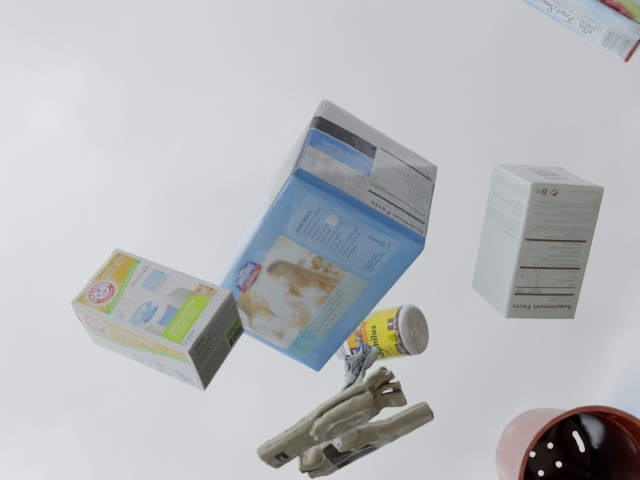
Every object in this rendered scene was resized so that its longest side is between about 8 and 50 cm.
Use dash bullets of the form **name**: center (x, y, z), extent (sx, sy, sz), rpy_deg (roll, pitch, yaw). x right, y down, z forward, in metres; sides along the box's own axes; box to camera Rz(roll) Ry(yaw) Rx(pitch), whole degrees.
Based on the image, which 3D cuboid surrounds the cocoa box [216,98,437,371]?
- **cocoa box**: center (0.000, 0.000, 1.268), extent (0.347, 0.231, 0.228), rpy_deg (-54, 11, 38)

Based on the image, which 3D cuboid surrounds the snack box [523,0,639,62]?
- **snack box**: center (0.232, -0.221, 0.680), extent (0.100, 0.141, 0.037), rpy_deg (-39, -20, -43)

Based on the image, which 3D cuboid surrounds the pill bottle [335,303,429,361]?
- **pill bottle**: center (0.133, 0.220, 1.786), extent (0.117, 0.215, 0.117), rpy_deg (26, -124, -47)

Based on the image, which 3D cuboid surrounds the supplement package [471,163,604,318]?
- **supplement package**: center (0.277, 0.001, 1.004), extent (0.105, 0.105, 0.179), rpy_deg (2, -71, -16)

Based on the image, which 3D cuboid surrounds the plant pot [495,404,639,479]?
- **plant pot**: center (0.454, 0.423, 1.414), extent (0.272, 0.272, 0.265), rpy_deg (-56, -1, -6)

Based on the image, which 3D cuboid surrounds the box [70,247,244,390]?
- **box**: center (-0.228, 0.109, 1.090), extent (0.114, 0.203, 0.103), rpy_deg (-56, -26, -33)

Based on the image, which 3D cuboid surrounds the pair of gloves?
- **pair of gloves**: center (0.039, 0.250, 1.037), extent (0.204, 0.042, 0.240), rpy_deg (-31, -31, 8)

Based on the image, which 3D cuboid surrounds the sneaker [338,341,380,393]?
- **sneaker**: center (0.069, 0.273, 1.641), extent (0.135, 0.058, 0.052), rpy_deg (-54, -6, -27)
